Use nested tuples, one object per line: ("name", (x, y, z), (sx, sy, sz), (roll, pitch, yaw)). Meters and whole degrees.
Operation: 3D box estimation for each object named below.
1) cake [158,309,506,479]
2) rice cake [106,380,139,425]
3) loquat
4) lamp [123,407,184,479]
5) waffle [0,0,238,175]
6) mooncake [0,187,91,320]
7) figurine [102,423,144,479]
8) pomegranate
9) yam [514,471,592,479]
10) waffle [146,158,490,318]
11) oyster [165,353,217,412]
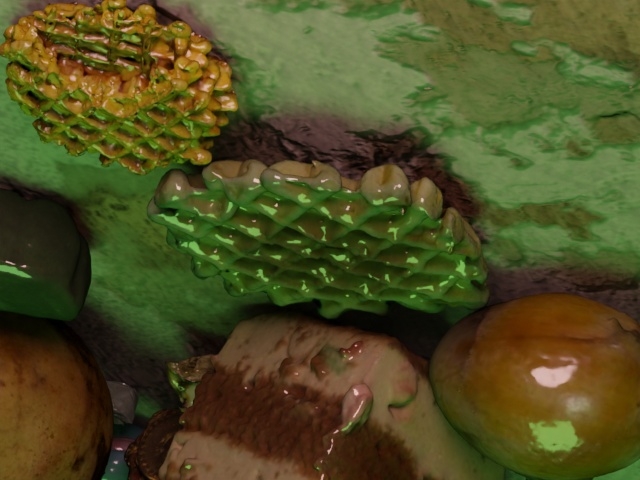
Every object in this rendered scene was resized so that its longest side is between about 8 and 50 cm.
("cake", (0.013, 0.254, 1.781), (0.256, 0.290, 0.282), (13, 157, 50))
("rice cake", (-0.335, 0.174, 2.082), (0.245, 0.045, 0.042), (10, 148, 7))
("loquat", (0.213, 0.136, 1.659), (0.227, 0.179, 0.179), (3, 149, 19))
("lamp", (-0.124, 0.301, 2.092), (0.177, 0.177, 0.274), (0, 149, 22))
("waffle", (-0.171, -0.128, 1.464), (0.193, 0.070, 0.197), (-3, 147, 27))
("mooncake", (-0.311, 0.019, 1.746), (0.175, 0.104, 0.168), (23, 146, -21))
("figurine", (-0.272, 0.308, 2.229), (0.205, 0.103, 0.260), (28, 146, -25))
("pomegranate", (-0.383, 0.196, 1.910), (0.322, 0.322, 0.322), (10, 151, 6))
("yam", (0.217, 0.221, 1.917), (0.169, 0.068, 0.068), (28, 148, -23))
("waffle", (0.000, 0.000, 1.604), (0.292, 0.056, 0.309), (0, 158, 22))
("oyster", (-0.073, 0.167, 1.952), (0.209, 0.072, 0.133), (-2, 147, -14))
